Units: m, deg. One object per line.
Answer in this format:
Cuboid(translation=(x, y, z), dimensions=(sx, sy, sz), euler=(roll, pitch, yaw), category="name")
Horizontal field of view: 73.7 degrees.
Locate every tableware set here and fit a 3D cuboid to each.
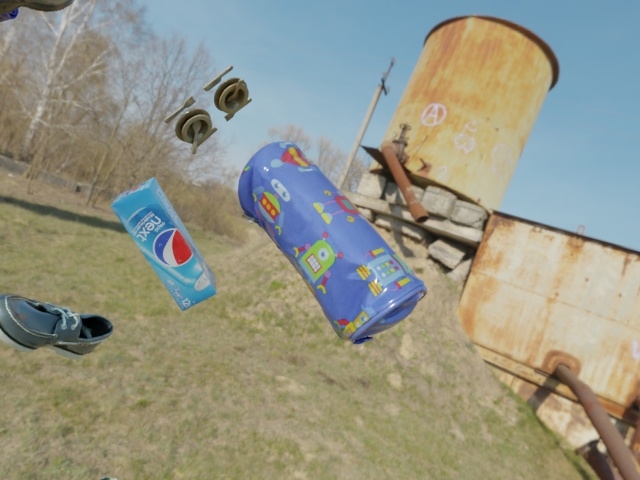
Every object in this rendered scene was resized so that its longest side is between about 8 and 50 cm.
Cuboid(translation=(-0.232, -0.280, 0.942), dimensions=(0.039, 0.194, 0.128), euler=(49, -2, 21), category="tableware set")

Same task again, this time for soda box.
Cuboid(translation=(-0.251, 0.008, 0.706), dimensions=(0.210, 0.067, 0.071), euler=(64, -5, -25), category="soda box")

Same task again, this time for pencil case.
Cuboid(translation=(0.000, 0.000, 0.584), dimensions=(0.306, 0.133, 0.119), euler=(49, 18, 24), category="pencil case")

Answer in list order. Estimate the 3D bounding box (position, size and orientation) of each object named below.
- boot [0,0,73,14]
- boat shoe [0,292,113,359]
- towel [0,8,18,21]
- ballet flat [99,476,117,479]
Cuboid(translation=(-0.441, -0.440, 0.656), dimensions=(0.083, 0.161, 0.247), euler=(43, 36, -17), category="boot")
Cuboid(translation=(-0.534, 0.163, 0.868), dimensions=(0.116, 0.099, 0.319), euler=(59, -11, 22), category="boat shoe")
Cuboid(translation=(-0.841, -0.484, 0.886), dimensions=(0.307, 0.077, 0.227), euler=(-14, -2, 3), category="towel")
Cuboid(translation=(-0.471, 0.588, 0.985), dimensions=(0.188, 0.070, 0.070), euler=(-12, -24, 41), category="ballet flat")
